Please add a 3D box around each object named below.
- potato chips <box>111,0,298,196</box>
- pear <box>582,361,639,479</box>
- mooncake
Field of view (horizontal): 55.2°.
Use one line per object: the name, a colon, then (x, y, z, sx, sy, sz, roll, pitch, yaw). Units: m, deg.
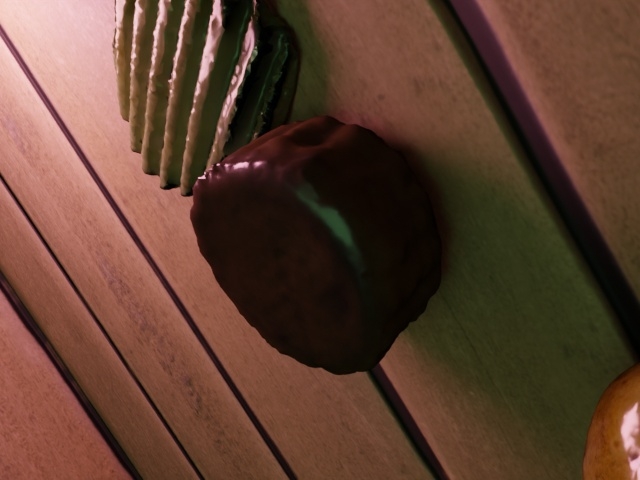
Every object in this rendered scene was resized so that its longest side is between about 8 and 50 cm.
potato chips: (-0.205, -0.240, 0.915, 0.358, 0.070, 0.429, 42, 136, 17)
pear: (0.391, 0.248, 0.541, 0.304, 0.304, 0.304, 23, 130, 30)
mooncake: (0.001, 0.001, 0.801, 0.324, 0.187, 0.324, 25, 134, 29)
